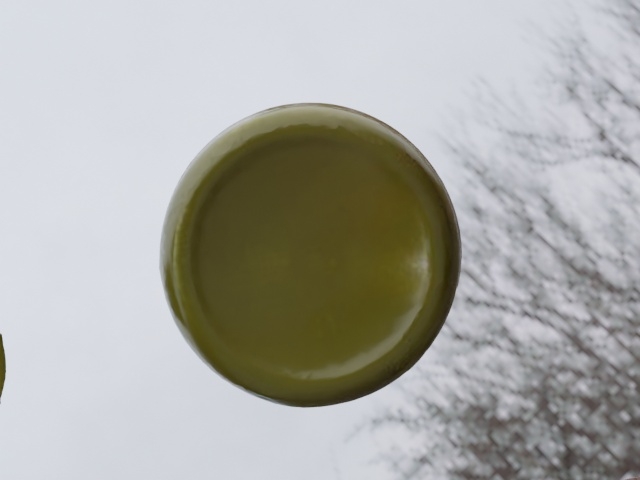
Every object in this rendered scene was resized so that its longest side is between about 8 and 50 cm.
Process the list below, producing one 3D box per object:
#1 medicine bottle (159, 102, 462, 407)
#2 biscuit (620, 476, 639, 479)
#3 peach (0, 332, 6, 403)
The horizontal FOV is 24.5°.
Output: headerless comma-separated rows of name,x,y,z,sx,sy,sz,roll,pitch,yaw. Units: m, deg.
medicine bottle,0.000,0.000,1.228,0.224,0.224,0.384,-46,0,5
biscuit,0.244,0.218,1.118,0.091,0.078,0.015,-11,-33,15
peach,-0.299,0.108,1.057,0.118,0.151,0.151,-45,-26,19
